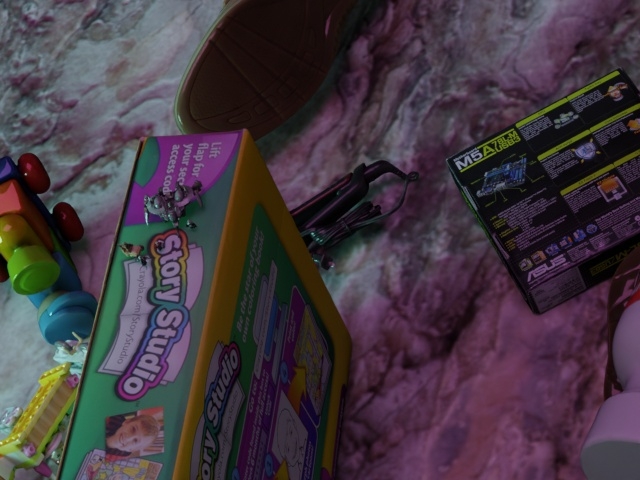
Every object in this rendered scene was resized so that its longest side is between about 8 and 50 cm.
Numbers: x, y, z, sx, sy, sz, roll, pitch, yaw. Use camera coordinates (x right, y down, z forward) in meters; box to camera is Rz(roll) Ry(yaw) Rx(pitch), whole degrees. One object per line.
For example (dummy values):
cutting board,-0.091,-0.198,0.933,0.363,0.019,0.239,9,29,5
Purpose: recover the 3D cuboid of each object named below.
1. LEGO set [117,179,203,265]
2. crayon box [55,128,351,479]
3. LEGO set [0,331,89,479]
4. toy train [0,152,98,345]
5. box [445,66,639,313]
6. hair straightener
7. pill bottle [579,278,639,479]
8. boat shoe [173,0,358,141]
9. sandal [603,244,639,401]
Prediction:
LEGO set,-0.121,-0.020,1.450,0.054,0.023,0.083,11,58,27
crayon box,-0.083,0.148,1.531,0.106,0.313,0.363,-4,53,19
LEGO set,-0.264,0.223,1.713,0.287,0.107,0.132,-52,19,-14
toy train,-0.290,-0.011,1.782,0.105,0.248,0.143,-29,54,-2
box,0.235,-0.048,1.732,0.190,0.045,0.184,-29,47,0
hair straightener,0.000,0.000,1.795,0.230,0.047,0.089,-30,49,-8
pill bottle,0.355,0.054,1.495,0.210,0.210,0.363,16,61,31
boat shoe,-0.043,-0.217,1.940,0.341,0.121,0.110,-53,17,-24
sandal,0.281,0.081,1.617,0.072,0.049,0.180,1,70,29
